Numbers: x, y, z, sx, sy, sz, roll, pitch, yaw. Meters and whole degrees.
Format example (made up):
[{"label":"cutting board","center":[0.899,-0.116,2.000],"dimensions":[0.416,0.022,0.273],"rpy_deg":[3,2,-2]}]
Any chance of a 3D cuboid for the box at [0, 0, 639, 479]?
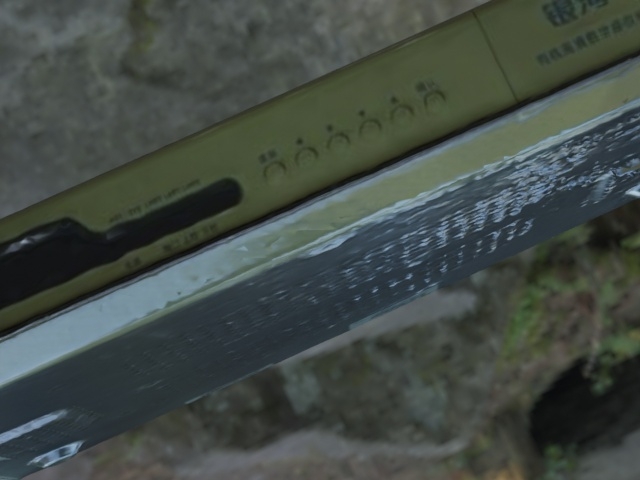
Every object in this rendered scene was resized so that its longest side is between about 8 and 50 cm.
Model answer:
[{"label":"box","center":[0.000,0.000,0.492],"dimensions":[0.270,0.045,0.211],"rpy_deg":[-24,170,-1]}]
